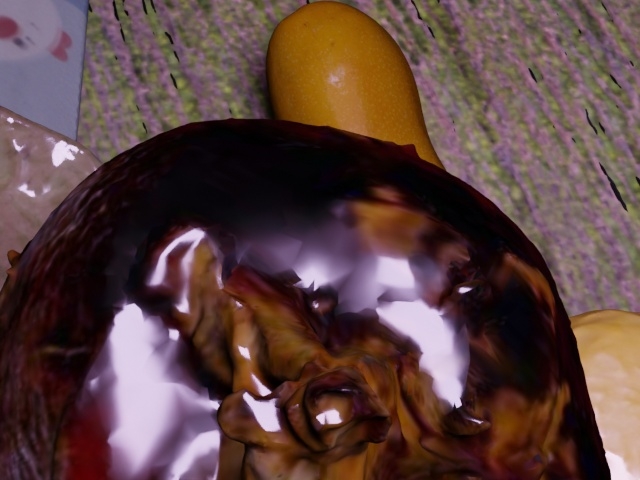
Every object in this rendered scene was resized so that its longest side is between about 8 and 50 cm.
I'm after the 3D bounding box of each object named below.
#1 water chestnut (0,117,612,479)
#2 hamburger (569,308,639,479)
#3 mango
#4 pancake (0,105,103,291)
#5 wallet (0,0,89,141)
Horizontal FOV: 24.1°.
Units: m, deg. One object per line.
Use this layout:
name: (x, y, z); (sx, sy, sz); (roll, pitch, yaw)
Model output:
water chestnut: (-0.010, 0.097, 0.705); (0.335, 0.347, 0.335); (4, 75, -17)
hamburger: (0.173, 0.119, 0.859); (0.162, 0.115, 0.162); (5, 56, -7)
mango: (0.025, -0.077, 0.999); (0.102, 0.085, 0.184); (-17, 69, -22)
pancake: (-0.233, 0.048, 0.859); (0.294, 0.049, 0.294); (3, 73, -10)
wallet: (-0.283, -0.131, 1.002); (0.252, 0.083, 0.360); (5, 55, -9)
